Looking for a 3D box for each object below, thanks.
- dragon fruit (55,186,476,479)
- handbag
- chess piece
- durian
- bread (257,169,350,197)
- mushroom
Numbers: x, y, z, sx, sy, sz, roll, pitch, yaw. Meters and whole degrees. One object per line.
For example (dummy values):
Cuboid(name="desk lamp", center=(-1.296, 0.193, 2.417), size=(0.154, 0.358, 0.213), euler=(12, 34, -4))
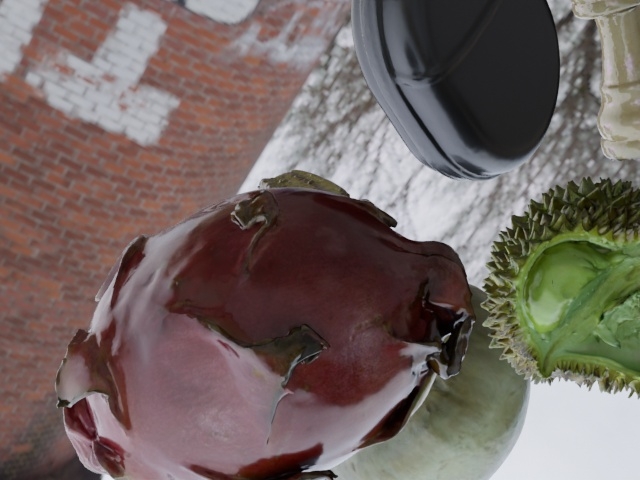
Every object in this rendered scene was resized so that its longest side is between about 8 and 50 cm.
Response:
Cuboid(name="dragon fruit", center=(-0.045, 0.074, 0.788), size=(0.314, 0.250, 0.250), euler=(-5, -166, 22))
Cuboid(name="handbag", center=(0.152, -0.209, 1.100), size=(0.093, 0.254, 0.308), euler=(4, 144, 44))
Cuboid(name="chess piece", center=(0.340, -0.296, 1.235), size=(0.117, 0.117, 0.397), euler=(-61, -46, -65))
Cuboid(name="durian", center=(0.263, 0.042, 0.979), size=(0.236, 0.200, 0.176), euler=(-1, -160, -2))
Cuboid(name="bread", center=(0.000, 0.000, 1.571), size=(0.110, 0.184, 0.234), euler=(-21, -160, -13))
Cuboid(name="mushroom", center=(0.133, 0.216, 1.473), size=(0.260, 0.352, 0.352), euler=(36, -156, -11))
